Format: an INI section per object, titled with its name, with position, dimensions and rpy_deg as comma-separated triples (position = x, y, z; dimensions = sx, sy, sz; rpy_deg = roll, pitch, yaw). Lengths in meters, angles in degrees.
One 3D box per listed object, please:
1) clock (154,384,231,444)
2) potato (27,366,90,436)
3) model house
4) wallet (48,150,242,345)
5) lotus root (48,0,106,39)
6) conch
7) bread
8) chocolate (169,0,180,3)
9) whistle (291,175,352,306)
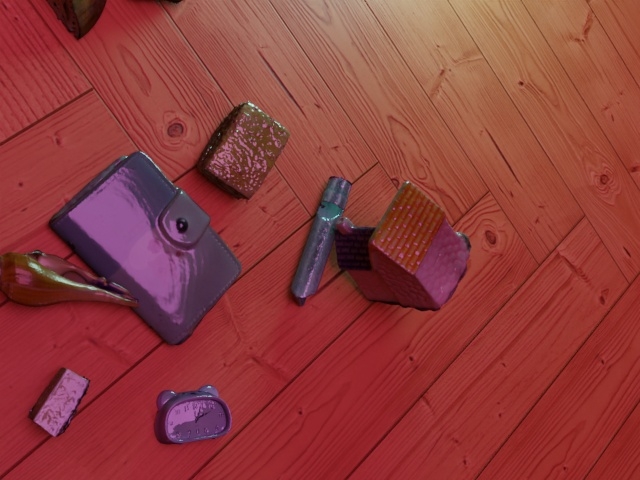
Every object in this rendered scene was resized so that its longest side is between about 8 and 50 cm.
[clock]
position = -0.255, 0.350, 1.724
dimensions = 0.153, 0.050, 0.110
rpy_deg = -2, 81, -31
[potato]
position = -0.481, 0.295, 1.584
dimensions = 0.061, 0.086, 0.122
rpy_deg = 36, 70, -22
[model house]
position = 0.170, 0.003, 1.907
dimensions = 0.237, 0.237, 0.202
rpy_deg = 51, 61, -34
[wallet]
position = -0.334, 0.009, 1.736
dimensions = 0.360, 0.083, 0.252
rpy_deg = 48, 66, -15
[lotus root]
position = -0.500, -0.516, 1.743
dimensions = 0.159, 0.095, 0.135
rpy_deg = 44, 58, -22
[conch]
position = -0.503, 0.088, 1.612
dimensions = 0.330, 0.109, 0.093
rpy_deg = 23, 106, -30
[bread]
position = -0.172, -0.191, 1.859
dimensions = 0.138, 0.102, 0.196
rpy_deg = 34, 67, -17
[chocolate]
position = -0.356, -0.628, 1.850
dimensions = 0.148, 0.093, 0.214
rpy_deg = -2, 80, -32
[whistle]
position = 0.000, 0.000, 1.944
dimensions = 0.062, 0.062, 0.312
rpy_deg = 28, 67, -23
